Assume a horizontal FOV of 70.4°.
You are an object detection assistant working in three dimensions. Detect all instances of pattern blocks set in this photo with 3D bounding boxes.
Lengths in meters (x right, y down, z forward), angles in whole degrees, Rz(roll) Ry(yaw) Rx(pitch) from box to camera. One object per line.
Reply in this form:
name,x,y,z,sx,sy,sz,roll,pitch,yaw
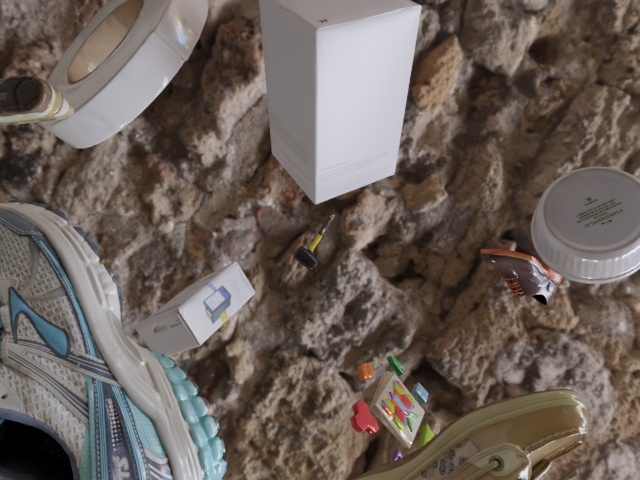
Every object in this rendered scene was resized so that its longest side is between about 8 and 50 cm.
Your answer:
pattern blocks set,0.201,0.436,1.186,0.026,0.285,0.325,-42,-172,27

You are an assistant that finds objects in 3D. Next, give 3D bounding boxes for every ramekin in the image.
ramekin,0.632,-0.048,1.054,0.273,0.272,0.127,-59,145,-7

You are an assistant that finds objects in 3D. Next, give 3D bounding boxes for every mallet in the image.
mallet,0.000,0.000,1.216,0.039,0.062,0.190,-31,-165,52

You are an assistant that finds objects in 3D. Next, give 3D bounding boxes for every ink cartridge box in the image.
ink cartridge box,-0.269,0.150,0.994,0.154,0.093,0.212,-24,-170,32

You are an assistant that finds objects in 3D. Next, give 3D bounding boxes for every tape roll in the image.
tape roll,-0.373,-0.348,0.844,0.391,0.072,0.393,-19,-128,27

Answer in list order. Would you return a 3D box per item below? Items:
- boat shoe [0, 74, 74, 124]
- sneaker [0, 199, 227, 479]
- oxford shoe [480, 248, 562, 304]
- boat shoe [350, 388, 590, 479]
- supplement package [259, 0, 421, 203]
boat shoe,-0.420,-0.180,0.605,0.072,0.189,0.068,27,75,-76
sneaker,-0.190,0.077,0.296,0.122,0.283,0.110,-25,151,-53
oxford shoe,0.524,0.094,1.188,0.097,0.271,0.099,1,-110,69
boat shoe,0.125,0.234,0.411,0.285,0.105,0.089,-31,-139,4
supplement package,0.023,-0.243,0.740,0.175,0.178,0.293,-22,141,-20
